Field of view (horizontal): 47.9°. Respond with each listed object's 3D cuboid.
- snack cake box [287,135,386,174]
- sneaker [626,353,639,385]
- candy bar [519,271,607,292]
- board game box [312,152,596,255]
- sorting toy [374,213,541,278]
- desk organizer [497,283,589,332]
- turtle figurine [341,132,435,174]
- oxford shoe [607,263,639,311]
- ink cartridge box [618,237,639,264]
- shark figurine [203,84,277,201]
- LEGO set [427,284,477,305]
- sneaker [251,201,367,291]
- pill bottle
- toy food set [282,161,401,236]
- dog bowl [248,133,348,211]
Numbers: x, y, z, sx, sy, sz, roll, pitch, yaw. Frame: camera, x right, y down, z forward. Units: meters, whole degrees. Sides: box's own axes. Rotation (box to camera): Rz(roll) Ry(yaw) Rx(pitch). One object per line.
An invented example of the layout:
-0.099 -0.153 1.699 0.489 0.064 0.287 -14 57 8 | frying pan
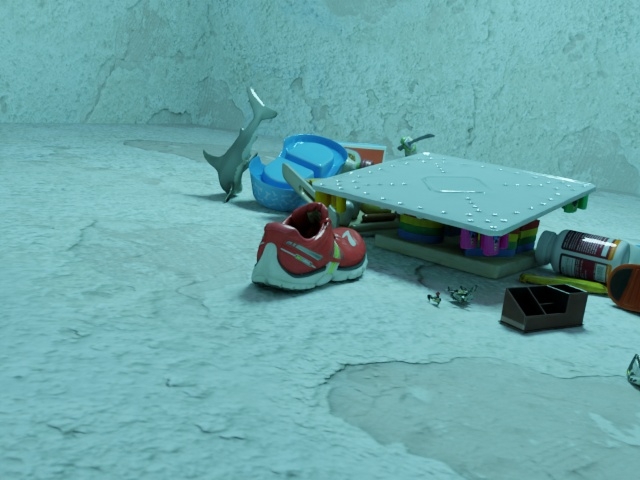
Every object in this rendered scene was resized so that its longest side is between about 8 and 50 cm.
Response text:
0.037 -0.193 1.936 0.264 0.152 0.089 1 13 -29 | snack cake box
0.373 0.156 0.810 0.035 0.031 0.083 21 16 -1 | sneaker
0.421 0.074 1.238 0.161 0.018 0.040 8 8 6 | candy bar
0.249 -0.083 1.345 0.390 0.050 0.390 18 25 38 | board game box
0.282 -0.015 1.399 0.257 0.089 0.255 16 15 35 | sorting toy
0.313 0.093 1.004 0.130 0.050 0.047 -1 14 -34 | desk organizer
0.162 -0.165 1.776 0.266 0.198 0.274 5 5 17 | turtle figurine
0.577 0.089 1.085 0.098 0.097 0.271 6 10 -35 | oxford shoe
0.685 0.054 1.341 0.231 0.078 0.134 5 13 -9 | ink cartridge box
-0.208 -0.208 1.669 0.116 0.278 0.166 27 33 2 | shark figurine
0.197 0.084 1.060 0.083 0.023 0.054 -8 12 -9 | LEGO set
0.000 0.000 1.087 0.107 0.118 0.279 13 13 24 | sneaker
0.481 0.027 1.328 0.152 0.086 0.086 16 15 33 | pill bottle
0.092 -0.109 1.547 0.306 0.092 0.220 -4 35 -37 | toy food set
-0.053 -0.161 1.715 0.166 0.074 0.297 25 38 19 | dog bowl
